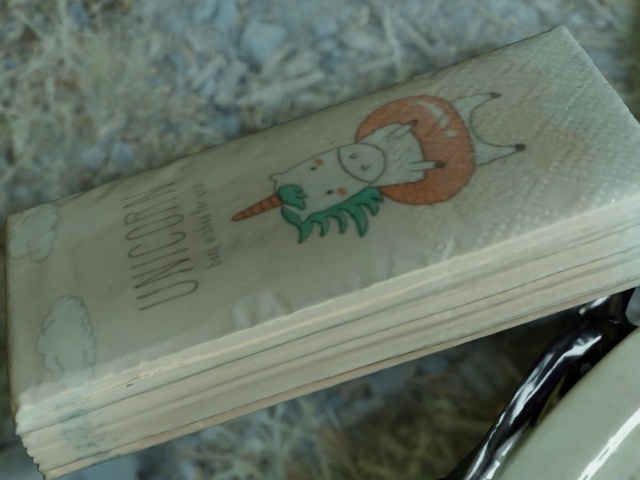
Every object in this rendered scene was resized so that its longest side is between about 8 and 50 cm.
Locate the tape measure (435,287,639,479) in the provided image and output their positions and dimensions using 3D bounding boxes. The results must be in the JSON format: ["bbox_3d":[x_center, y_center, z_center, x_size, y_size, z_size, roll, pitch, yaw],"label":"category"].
[{"bbox_3d":[0.137,0.179,0.690,0.231,0.133,0.271,-32,73,-11],"label":"tape measure"}]

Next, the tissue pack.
[{"bbox_3d":[0.000,0.000,0.737,0.325,0.071,0.170,-18,38,0],"label":"tissue pack"}]
